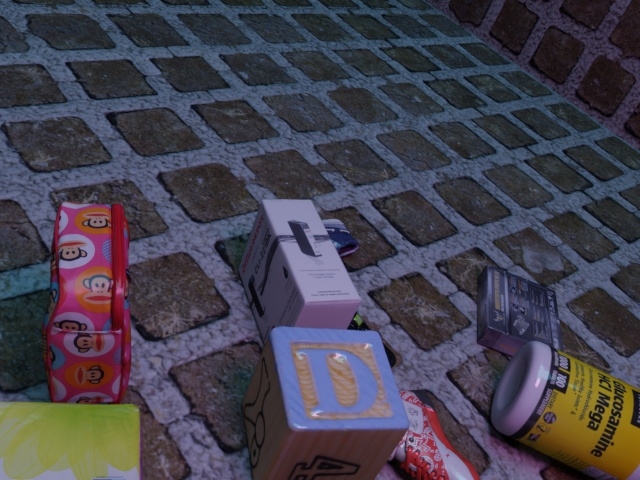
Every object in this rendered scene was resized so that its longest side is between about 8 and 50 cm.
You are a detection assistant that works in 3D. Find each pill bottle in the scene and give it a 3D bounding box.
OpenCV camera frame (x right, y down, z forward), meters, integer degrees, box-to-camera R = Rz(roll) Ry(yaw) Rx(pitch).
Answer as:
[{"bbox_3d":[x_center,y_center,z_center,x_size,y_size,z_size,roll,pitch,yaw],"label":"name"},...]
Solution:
[{"bbox_3d":[0.508,0.338,1.239,0.333,0.188,0.188,25,37,3],"label":"pill bottle"}]

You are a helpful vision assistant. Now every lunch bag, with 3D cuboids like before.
[{"bbox_3d":[-0.353,0.091,1.008,0.120,0.293,0.258,0,43,-20],"label":"lunch bag"}]

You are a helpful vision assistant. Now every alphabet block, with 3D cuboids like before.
[{"bbox_3d":[-0.002,0.272,1.048,0.193,0.197,0.193,7,41,-20],"label":"alphabet block"}]

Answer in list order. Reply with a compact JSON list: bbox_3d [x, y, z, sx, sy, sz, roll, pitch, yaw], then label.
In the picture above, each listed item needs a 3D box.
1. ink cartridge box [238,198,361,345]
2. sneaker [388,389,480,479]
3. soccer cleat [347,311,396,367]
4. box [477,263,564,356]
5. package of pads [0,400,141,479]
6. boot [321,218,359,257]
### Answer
[{"bbox_3d":[-0.050,0.080,1.254,0.114,0.197,0.273,1,42,-26],"label":"ink cartridge box"},{"bbox_3d":[0.154,0.364,1.102,0.144,0.090,0.270,2,36,-25],"label":"sneaker"},{"bbox_3d":[0.074,0.184,1.294,0.178,0.072,0.060,33,38,13],"label":"soccer cleat"},{"bbox_3d":[0.453,0.173,1.521,0.182,0.056,0.231,21,37,-2],"label":"box"},{"bbox_3d":[-0.385,0.321,0.866,0.296,0.101,0.229,6,41,-22],"label":"package of pads"},{"bbox_3d":[0.000,0.000,1.482,0.189,0.069,0.086,-12,46,-39],"label":"boot"}]
